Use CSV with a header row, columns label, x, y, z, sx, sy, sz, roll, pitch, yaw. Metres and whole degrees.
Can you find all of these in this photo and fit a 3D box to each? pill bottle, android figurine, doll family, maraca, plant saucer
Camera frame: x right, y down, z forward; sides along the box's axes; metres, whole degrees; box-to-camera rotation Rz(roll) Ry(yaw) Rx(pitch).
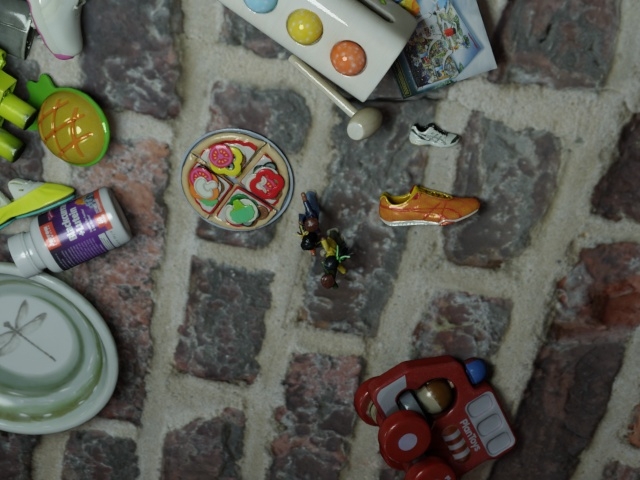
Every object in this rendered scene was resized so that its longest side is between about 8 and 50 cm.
label,x,y,z,sx,sy,sz,roll,pitch,yaw
pill bottle,-0.439,-0.009,1.670,0.194,0.108,0.108,-25,117,-3
android figurine,-0.599,-0.245,1.571,0.273,0.056,0.248,33,133,-2
doll family,0.000,0.000,1.666,0.076,0.111,0.193,-28,114,19
maraca,-0.427,-0.200,1.597,0.186,0.099,0.127,34,113,14
plant saucer,-0.575,0.193,1.835,0.401,0.100,0.400,2,121,4

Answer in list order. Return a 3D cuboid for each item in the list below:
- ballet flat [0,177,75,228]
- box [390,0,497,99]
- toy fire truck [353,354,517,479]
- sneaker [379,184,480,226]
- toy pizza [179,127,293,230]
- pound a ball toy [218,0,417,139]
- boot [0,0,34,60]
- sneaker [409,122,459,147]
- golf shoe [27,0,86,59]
label,x,y,z,sx,sy,sz,roll,pitch,yaw
ballet flat,-0.548,-0.066,1.699,0.231,0.077,0.077,-22,103,18
box,0.164,-0.352,1.483,0.159,0.044,0.233,-16,118,14
toy fire truck,0.226,0.343,1.840,0.254,0.169,0.302,-31,116,-6
sneaker,0.187,-0.062,1.644,0.175,0.064,0.067,-4,110,4
toy pizza,-0.149,-0.099,1.666,0.201,0.032,0.201,2,121,3
pound a ball toy,-0.009,-0.298,1.451,0.319,0.135,0.208,35,130,-5
boot,-0.549,-0.393,1.502,0.209,0.076,0.189,21,134,0
sneaker,0.190,-0.177,1.592,0.083,0.032,0.037,3,121,3
golf shoe,-0.386,-0.423,1.452,0.140,0.115,0.306,-3,121,3
